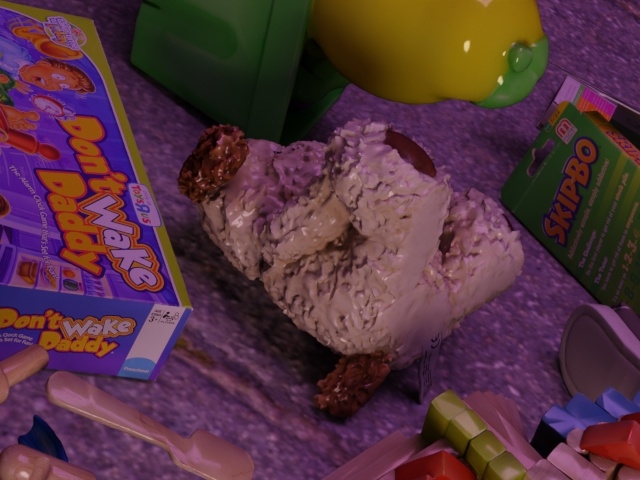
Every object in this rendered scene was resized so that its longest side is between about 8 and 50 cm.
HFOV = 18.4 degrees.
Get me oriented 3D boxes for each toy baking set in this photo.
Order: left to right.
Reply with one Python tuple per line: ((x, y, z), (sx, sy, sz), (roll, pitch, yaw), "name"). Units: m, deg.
((-0.162, 0.153, 1.167), (0.197, 0.030, 0.256), (48, 45, 7), "toy baking set")

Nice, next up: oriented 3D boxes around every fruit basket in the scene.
((0.043, -0.242, 1.690), (0.392, 0.392, 0.283), (32, 33, 3), "fruit basket")

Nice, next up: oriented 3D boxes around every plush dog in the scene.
((0.000, 0.000, 1.549), (0.225, 0.210, 0.262), (35, 2, 32), "plush dog")

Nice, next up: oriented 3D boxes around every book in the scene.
((0.300, -0.109, 2.019), (0.144, 0.035, 0.096), (33, 32, 2), "book")

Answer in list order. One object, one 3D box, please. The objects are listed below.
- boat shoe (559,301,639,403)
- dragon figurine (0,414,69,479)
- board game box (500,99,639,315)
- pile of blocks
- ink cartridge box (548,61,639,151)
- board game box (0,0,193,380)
((0.295, 0.163, 1.583), (0.091, 0.109, 0.305), (4, 37, -27), "boat shoe")
((-0.210, 0.158, 1.218), (0.144, 0.085, 0.289), (13, 41, -27), "dragon figurine")
((0.280, -0.002, 1.775), (0.259, 0.124, 0.039), (46, 32, 23), "board game box")
((0.179, 0.146, 1.409), (0.362, 0.112, 0.149), (-7, 54, -15), "pile of blocks")
((0.310, -0.093, 1.866), (0.235, 0.056, 0.171), (21, 11, -24), "ink cartridge box")
((-0.254, -0.055, 1.477), (0.233, 0.078, 0.347), (8, 39, -30), "board game box")
